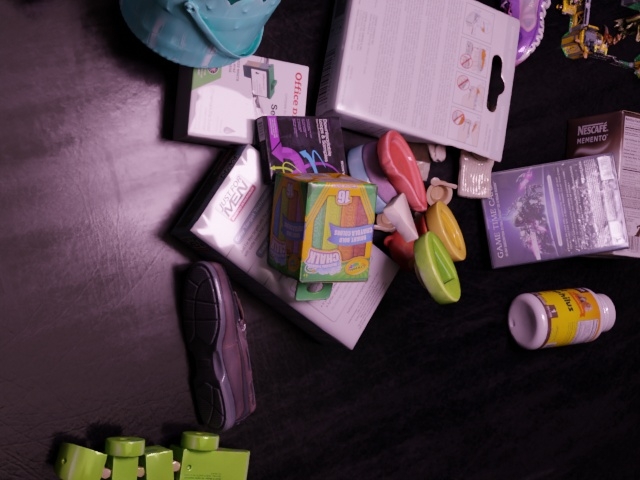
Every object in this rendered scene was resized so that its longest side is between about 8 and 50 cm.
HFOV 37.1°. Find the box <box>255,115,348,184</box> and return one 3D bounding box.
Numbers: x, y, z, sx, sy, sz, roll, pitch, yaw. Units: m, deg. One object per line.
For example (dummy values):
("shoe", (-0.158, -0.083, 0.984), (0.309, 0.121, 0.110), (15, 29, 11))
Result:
("box", (-0.030, -0.158, 1.656), (0.162, 0.029, 0.116), (-5, 84, -35))

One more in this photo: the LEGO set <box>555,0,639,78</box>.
("LEGO set", (0.692, -0.483, 2.050), (0.331, 0.192, 0.255), (17, 82, -26))

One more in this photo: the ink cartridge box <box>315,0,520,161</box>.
("ink cartridge box", (0.195, -0.338, 1.845), (0.385, 0.091, 0.308), (14, 80, -26))

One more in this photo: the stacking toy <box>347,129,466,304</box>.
("stacking toy", (0.137, -0.019, 1.710), (0.309, 0.130, 0.279), (55, 25, -27))

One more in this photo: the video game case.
("video game case", (0.467, -0.059, 1.928), (0.274, 0.026, 0.196), (-9, 85, 9))

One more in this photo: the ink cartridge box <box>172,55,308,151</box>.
("ink cartridge box", (-0.138, -0.243, 1.678), (0.219, 0.092, 0.160), (5, 88, -27))

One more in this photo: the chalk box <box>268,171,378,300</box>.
("chalk box", (0.000, 0.000, 1.588), (0.132, 0.132, 0.213), (-1, 101, -28))

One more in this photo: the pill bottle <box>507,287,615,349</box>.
("pill bottle", (0.507, 0.160, 1.993), (0.215, 0.117, 0.117), (-4, 91, -27))

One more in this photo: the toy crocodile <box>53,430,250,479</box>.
("toy crocodile", (-0.274, 0.381, 1.609), (0.340, 0.105, 0.115), (5, 87, -32))

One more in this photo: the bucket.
("bucket", (-0.188, -0.428, 1.552), (0.281, 0.183, 0.281), (13, 55, -19))

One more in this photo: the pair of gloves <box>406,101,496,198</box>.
("pair of gloves", (0.257, -0.199, 1.892), (0.240, 0.042, 0.204), (13, 86, -19))

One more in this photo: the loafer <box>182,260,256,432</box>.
("loafer", (-0.171, 0.178, 1.667), (0.095, 0.109, 0.303), (-14, 102, -46))

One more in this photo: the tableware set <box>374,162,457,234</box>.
("tableware set", (0.184, -0.067, 1.860), (0.141, 0.020, 0.169), (17, 103, -21))

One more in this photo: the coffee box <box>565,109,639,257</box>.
("coffee box", (0.611, -0.112, 2.021), (0.118, 0.168, 0.297), (6, 86, -27))

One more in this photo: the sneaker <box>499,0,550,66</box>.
("sneaker", (0.410, -0.471, 1.969), (0.104, 0.095, 0.236), (25, 74, -18))

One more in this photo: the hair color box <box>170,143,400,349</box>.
("hair color box", (-0.058, 0.017, 1.707), (0.374, 0.113, 0.185), (38, 72, -22))
